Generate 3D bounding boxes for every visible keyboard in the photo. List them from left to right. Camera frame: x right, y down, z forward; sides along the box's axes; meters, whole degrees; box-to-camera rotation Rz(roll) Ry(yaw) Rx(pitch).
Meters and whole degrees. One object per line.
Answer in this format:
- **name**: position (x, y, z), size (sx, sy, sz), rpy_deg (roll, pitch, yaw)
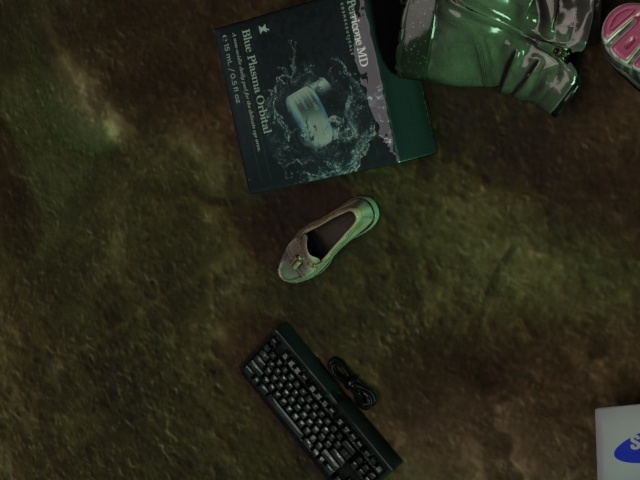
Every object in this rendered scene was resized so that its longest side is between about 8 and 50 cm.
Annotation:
- **keyboard**: position (0.003, 0.164, 1.211), size (0.180, 0.023, 0.108), rpy_deg (49, 117, 11)

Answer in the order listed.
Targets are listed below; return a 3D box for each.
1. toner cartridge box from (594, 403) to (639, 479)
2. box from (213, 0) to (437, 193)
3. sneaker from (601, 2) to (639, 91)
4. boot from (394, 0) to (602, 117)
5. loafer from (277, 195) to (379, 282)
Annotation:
- **toner cartridge box**: position (0.391, 0.199, 0.942), size (0.348, 0.075, 0.165), rpy_deg (-11, 64, 29)
- **box**: position (0.005, -0.135, 1.113), size (0.158, 0.093, 0.156), rpy_deg (-11, 94, 28)
- **sneaker**: position (0.295, -0.134, 0.980), size (0.170, 0.075, 0.063), rpy_deg (26, 94, -2)
- **boot**: position (0.157, -0.229, 1.002), size (0.161, 0.083, 0.246), rpy_deg (11, 118, 10)
- **loafer**: position (0.000, 0.000, 1.170), size (0.125, 0.039, 0.045), rpy_deg (-39, 81, 28)
